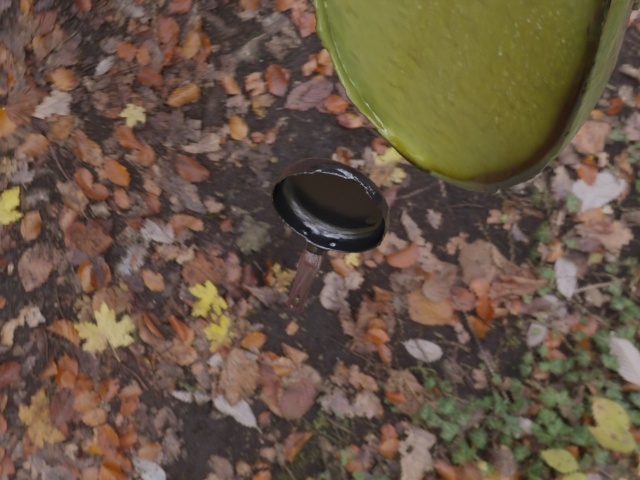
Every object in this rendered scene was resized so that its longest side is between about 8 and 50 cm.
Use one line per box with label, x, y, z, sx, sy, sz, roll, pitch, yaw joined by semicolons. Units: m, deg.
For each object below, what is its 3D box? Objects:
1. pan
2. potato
pan;0.001;-0.002;0.903;0.115;0.212;0.040;22;49;4
potato;0.082;-0.139;0.412;0.160;0.271;0.111;38;66;23
